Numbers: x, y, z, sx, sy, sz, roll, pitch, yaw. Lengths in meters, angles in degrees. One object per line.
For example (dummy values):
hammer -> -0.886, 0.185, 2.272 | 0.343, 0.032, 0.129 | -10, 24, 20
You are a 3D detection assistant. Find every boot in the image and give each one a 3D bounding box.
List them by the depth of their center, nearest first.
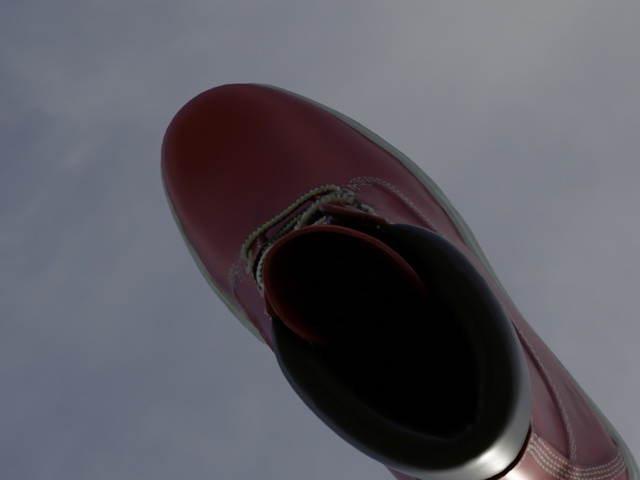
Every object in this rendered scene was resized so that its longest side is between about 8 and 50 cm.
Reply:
boot -> 0.000, 0.000, 0.618 | 0.088, 0.176, 0.244 | -44, -124, 1
